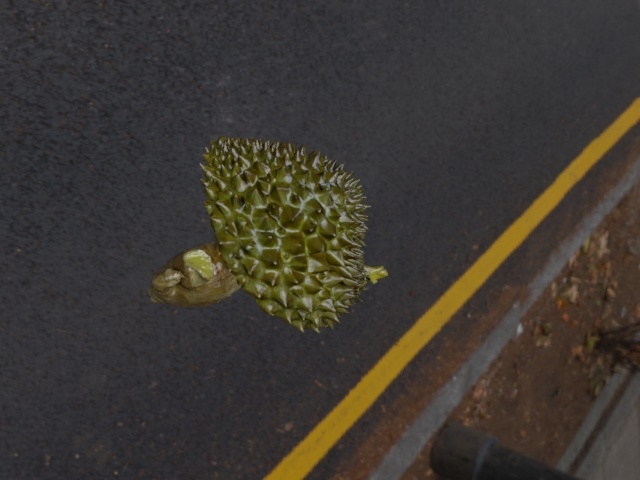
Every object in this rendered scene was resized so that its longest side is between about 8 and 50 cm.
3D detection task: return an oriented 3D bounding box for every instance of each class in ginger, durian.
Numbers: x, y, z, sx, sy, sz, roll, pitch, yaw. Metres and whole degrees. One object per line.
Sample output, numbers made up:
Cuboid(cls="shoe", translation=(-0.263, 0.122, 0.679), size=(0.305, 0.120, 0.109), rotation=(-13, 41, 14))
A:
Cuboid(cls="ginger", translation=(-0.190, 0.052, 1.233), size=(0.216, 0.102, 0.157), rotation=(-18, 156, -26))
Cuboid(cls="durian", translation=(0.000, 0.000, 0.564), size=(0.208, 0.102, 0.147), rotation=(33, 47, -45))
